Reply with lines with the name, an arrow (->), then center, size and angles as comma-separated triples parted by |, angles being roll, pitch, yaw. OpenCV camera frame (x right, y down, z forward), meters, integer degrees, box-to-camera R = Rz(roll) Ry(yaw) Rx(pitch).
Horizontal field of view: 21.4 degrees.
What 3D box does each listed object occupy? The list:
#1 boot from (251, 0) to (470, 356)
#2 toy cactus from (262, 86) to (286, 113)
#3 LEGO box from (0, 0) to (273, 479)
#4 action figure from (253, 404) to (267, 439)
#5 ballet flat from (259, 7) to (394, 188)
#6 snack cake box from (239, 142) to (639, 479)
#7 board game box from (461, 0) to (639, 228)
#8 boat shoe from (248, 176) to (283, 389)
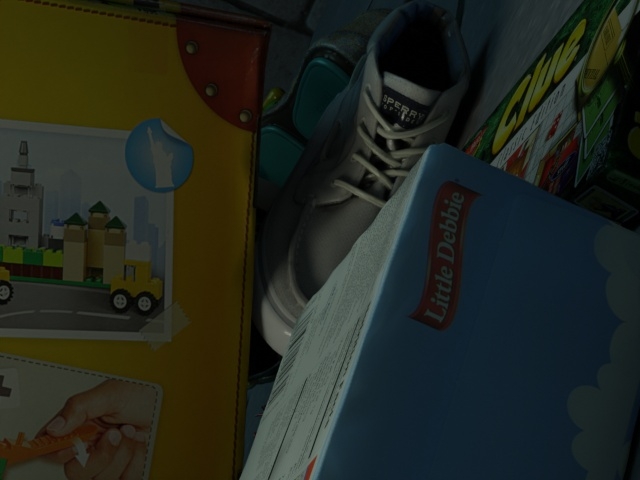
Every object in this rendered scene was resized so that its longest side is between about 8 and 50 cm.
boot -> 0.027, -0.046, 1.015 | 0.258, 0.095, 0.123 | -76, 9, -50
toy cactus -> -0.082, -0.124, 1.993 | 0.219, 0.181, 0.112 | -84, -3, -87
LEGO box -> -0.294, 0.036, 0.914 | 0.193, 0.500, 0.372 | -9, 75, 61
action figure -> -0.024, 0.113, 1.198 | 0.038, 0.030, 0.115 | -64, 6, -30
ballet flat -> 0.014, -0.108, 1.475 | 0.106, 0.107, 0.316 | -47, 2, -26
snack cake box -> 0.012, 0.122, 0.513 | 0.152, 0.089, 0.264 | 128, 165, -61
board game box -> 0.091, -0.029, 0.695 | 0.259, 0.030, 0.136 | 125, 169, -63
boat shoe -> -0.060, 0.049, 1.201 | 0.305, 0.109, 0.091 | 97, -163, -69
